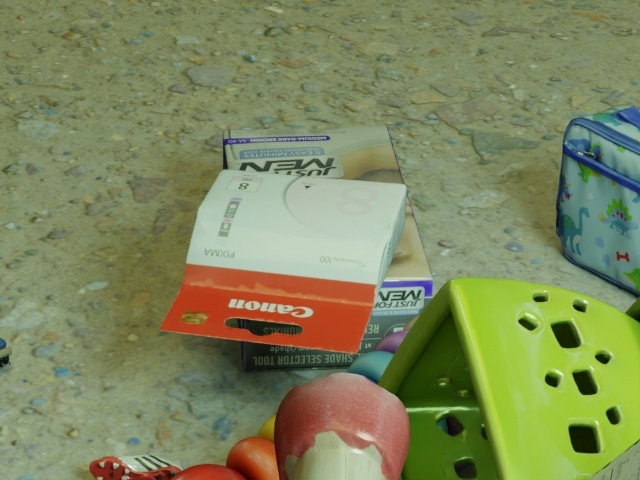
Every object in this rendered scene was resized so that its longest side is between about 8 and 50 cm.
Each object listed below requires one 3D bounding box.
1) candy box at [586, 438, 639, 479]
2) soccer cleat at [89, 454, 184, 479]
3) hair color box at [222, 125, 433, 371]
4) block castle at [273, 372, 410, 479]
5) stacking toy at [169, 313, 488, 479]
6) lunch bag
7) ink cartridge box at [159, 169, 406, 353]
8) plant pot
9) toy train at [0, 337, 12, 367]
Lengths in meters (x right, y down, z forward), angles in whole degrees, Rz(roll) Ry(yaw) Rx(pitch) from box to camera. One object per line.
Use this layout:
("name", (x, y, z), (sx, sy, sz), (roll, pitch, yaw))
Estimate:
("candy box", (0.294, 0.180, 1.321), (0.165, 0.196, 0.070), (29, 45, -13))
("soccer cleat", (-0.160, 0.201, 1.725), (0.083, 0.029, 0.035), (4, 20, -1))
("hair color box", (0.000, 0.000, 2.012), (0.185, 0.110, 0.339), (-2, 31, -6))
("block castle", (0.162, 0.272, 1.259), (0.453, 0.303, 0.213), (14, 34, -6))
("stacking toy", (0.004, 0.186, 1.674), (0.330, 0.141, 0.141), (-27, 39, -29))
("lunch bag", (0.337, -0.034, 2.012), (0.090, 0.176, 0.219), (-19, 35, -32))
("ink cartridge box", (-0.031, 0.013, 1.829), (0.189, 0.066, 0.232), (6, 26, 11))
("plant pot", (0.183, 0.170, 1.530), (0.207, 0.227, 0.228), (-2, 61, -20))
("toy train", (-0.348, 0.082, 1.921), (0.027, 0.036, 0.158), (-21, 36, -35))
